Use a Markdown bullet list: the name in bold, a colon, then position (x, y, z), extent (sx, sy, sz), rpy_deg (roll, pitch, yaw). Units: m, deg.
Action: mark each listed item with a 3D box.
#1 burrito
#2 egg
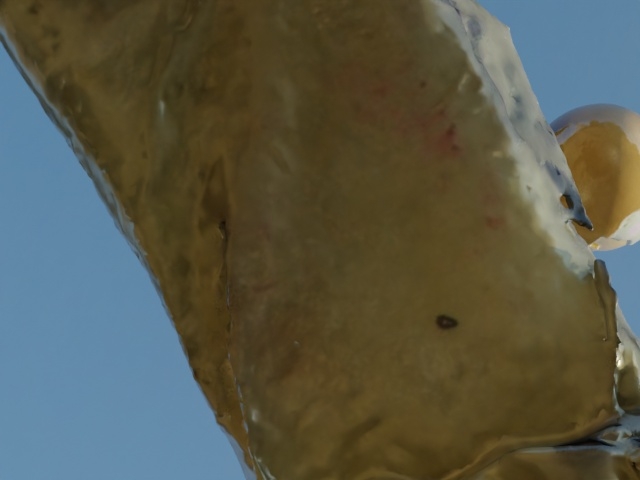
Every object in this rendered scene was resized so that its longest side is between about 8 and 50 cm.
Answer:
- **burrito**: position (0.010, -0.007, 0.671), extent (0.175, 0.107, 0.348), rpy_deg (-28, -102, -18)
- **egg**: position (0.137, -0.032, 0.929), extent (0.071, 0.083, 0.071), rpy_deg (0, -108, 1)
